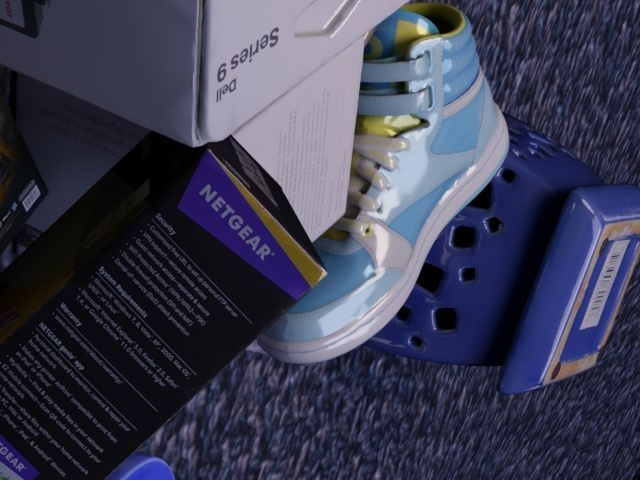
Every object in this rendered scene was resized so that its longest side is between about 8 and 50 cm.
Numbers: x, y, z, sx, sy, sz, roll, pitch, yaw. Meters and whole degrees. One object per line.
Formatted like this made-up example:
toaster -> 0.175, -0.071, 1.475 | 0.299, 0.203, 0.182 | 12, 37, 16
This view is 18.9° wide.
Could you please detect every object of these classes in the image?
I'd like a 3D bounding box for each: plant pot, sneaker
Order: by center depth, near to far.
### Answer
sneaker -> 0.028, -0.069, 1.536 | 0.319, 0.127, 0.208 | -53, 143, -32
plant pot -> 0.178, 0.014, 1.839 | 0.236, 0.212, 0.236 | -5, 116, -64

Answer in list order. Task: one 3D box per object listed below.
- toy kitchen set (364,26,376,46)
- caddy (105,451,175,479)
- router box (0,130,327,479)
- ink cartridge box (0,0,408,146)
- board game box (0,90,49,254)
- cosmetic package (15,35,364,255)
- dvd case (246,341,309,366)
toy kitchen set -> 0.015, -0.250, 1.389 | 0.166, 0.122, 0.207 | -62, 178, -11
caddy -> -0.201, 0.287, 1.301 | 0.241, 0.179, 0.341 | 61, 42, -46
router box -> -0.122, 0.046, 0.967 | 0.243, 0.081, 0.309 | -43, -170, 2
ink cartridge box -> -0.111, -0.182, 0.895 | 0.211, 0.289, 0.121 | -43, 148, -45
board game box -> -0.236, -0.004, 1.116 | 0.186, 0.026, 0.126 | -56, 150, -29
cosmetic package -> -0.085, -0.062, 1.254 | 0.183, 0.151, 0.151 | -43, 148, -46
dvd case -> 0.000, 0.000, 1.680 | 0.221, 0.018, 0.164 | -66, 158, 0
